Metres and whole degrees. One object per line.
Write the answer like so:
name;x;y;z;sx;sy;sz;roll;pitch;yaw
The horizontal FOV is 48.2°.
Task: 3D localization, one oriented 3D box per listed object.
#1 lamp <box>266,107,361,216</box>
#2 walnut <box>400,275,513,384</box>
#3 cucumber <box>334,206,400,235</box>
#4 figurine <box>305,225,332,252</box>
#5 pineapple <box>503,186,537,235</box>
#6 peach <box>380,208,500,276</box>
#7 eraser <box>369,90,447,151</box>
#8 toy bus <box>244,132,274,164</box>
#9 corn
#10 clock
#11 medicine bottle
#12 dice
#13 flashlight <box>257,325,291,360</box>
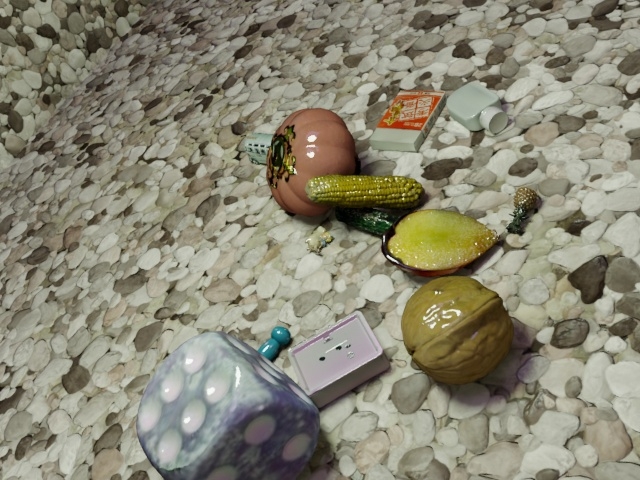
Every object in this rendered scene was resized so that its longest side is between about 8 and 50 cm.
lamp;-0.013;-0.212;1.972;0.305;0.239;0.305;-20;66;55
walnut;0.277;0.179;1.458;0.228;0.228;0.228;-16;44;16
cucumber;0.158;-0.042;1.841;0.293;0.067;0.067;22;63;41
figurine;0.000;0.000;1.912;0.050;0.047;0.083;23;56;26
pineapple;0.476;-0.064;1.698;0.058;0.058;0.124;8;68;35
peach;0.283;0.010;1.704;0.279;0.068;0.189;0;56;5
eraser;0.258;-0.355;2.106;0.157;0.038;0.230;10;54;36
toy bus;-0.158;-0.288;2.244;0.194;0.089;0.087;14;58;40
corn;0.116;-0.125;1.832;0.319;0.097;0.097;0;38;-19
clock;0.039;0.266;1.610;0.197;0.063;0.150;-30;41;0
medicine bottle;0.439;-0.363;1.986;0.119;0.069;0.183;-34;40;-5
dice;-0.187;0.367;1.454;0.270;0.271;0.270;-52;42;-2
flashlight;-0.122;0.261;1.720;0.051;0.051;0.129;23;66;43
